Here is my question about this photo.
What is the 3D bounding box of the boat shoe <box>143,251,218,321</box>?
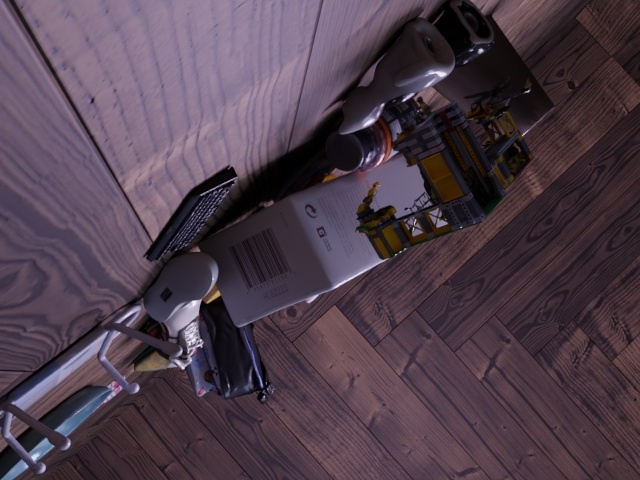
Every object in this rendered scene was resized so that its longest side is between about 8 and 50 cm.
[{"bbox_3d":[-0.216,0.063,1.433,0.070,0.077,0.219,-38,-177,-40],"label":"boat shoe"}]

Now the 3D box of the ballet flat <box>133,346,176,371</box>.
[{"bbox_3d":[-0.322,0.251,2.309,0.348,0.123,0.123,-40,176,-26],"label":"ballet flat"}]

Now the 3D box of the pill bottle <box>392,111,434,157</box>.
[{"bbox_3d":[0.239,-0.177,2.488,0.361,0.204,0.204,-43,177,15],"label":"pill bottle"}]

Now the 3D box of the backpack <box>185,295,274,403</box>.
[{"bbox_3d":[-0.235,0.247,2.130,0.213,0.276,0.263,-10,-176,-2],"label":"backpack"}]

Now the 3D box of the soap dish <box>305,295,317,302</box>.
[{"bbox_3d":[0.000,0.000,2.124,0.229,0.118,0.291,-46,-167,16],"label":"soap dish"}]

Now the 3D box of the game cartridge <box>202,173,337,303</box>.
[{"bbox_3d":[-0.110,-0.012,1.965,0.323,0.052,0.285,-45,176,21],"label":"game cartridge"}]

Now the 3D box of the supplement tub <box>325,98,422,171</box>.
[{"bbox_3d":[0.084,-0.179,1.473,0.106,0.106,0.198,-44,175,39],"label":"supplement tub"}]

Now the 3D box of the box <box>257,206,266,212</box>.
[{"bbox_3d":[-0.072,0.009,1.792,0.067,0.063,0.324,-40,162,3],"label":"box"}]

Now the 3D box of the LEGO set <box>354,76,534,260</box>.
[{"bbox_3d":[0.177,-0.136,1.397,0.331,0.192,0.255,-39,-167,-38],"label":"LEGO set"}]

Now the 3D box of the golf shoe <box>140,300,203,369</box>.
[{"bbox_3d":[-0.271,0.167,1.764,0.105,0.120,0.273,-38,174,-30],"label":"golf shoe"}]

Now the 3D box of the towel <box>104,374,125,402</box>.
[{"bbox_3d":[-0.588,0.432,2.325,0.197,0.029,0.144,-41,177,-21],"label":"towel"}]

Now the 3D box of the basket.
[{"bbox_3d":[0.349,-0.310,1.799,0.204,0.227,0.154,-40,176,-22],"label":"basket"}]

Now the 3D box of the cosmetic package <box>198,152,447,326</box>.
[{"bbox_3d":[0.033,-0.019,1.562,0.230,0.161,0.453,-25,180,39],"label":"cosmetic package"}]

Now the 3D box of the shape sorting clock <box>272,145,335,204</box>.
[{"bbox_3d":[-0.010,-0.125,1.641,0.206,0.040,0.206,-42,177,-2],"label":"shape sorting clock"}]

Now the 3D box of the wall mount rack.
[{"bbox_3d":[-0.361,0.227,1.344,0.350,0.130,0.304,-41,177,-32],"label":"wall mount rack"}]

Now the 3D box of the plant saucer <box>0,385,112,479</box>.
[{"bbox_3d":[-0.595,0.420,1.950,0.317,0.043,0.317,-41,177,-3],"label":"plant saucer"}]

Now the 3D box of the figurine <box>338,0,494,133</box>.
[{"bbox_3d":[0.131,-0.248,1.332,0.209,0.092,0.215,-39,179,44],"label":"figurine"}]

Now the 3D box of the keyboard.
[{"bbox_3d":[-0.162,-0.035,1.180,0.108,0.023,0.180,-39,177,-42],"label":"keyboard"}]
